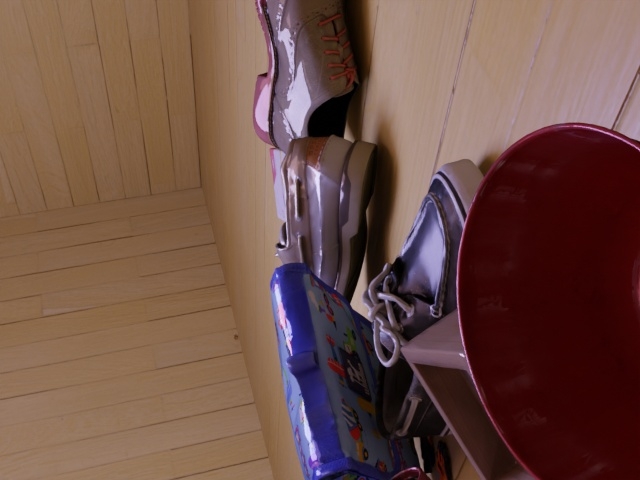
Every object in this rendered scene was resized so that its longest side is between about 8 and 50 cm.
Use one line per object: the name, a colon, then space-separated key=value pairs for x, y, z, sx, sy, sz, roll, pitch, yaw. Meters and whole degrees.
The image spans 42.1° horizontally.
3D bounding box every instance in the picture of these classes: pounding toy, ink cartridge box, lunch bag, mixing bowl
pounding toy: x=0.166 y=0.131 z=0.520 sx=0.206 sy=0.094 sz=0.181 roll=58 pitch=167 yaw=-1
ink cartridge box: x=-0.022 y=-0.082 z=1.235 sx=0.198 sy=0.067 sz=0.115 roll=-152 pitch=53 yaw=-74
lunch bag: x=0.009 y=0.170 z=0.904 sx=0.293 sy=0.138 sz=0.221 roll=60 pitch=-165 yaw=-61
mixing bowl: x=0.157 y=0.033 z=0.404 sx=0.181 sy=0.098 sz=0.181 roll=20 pitch=113 yaw=61

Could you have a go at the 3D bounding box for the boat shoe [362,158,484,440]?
boat shoe: x=0.091 y=0.068 z=0.753 sx=0.113 sy=0.105 sz=0.306 roll=-112 pitch=17 yaw=-45

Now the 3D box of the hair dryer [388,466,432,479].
hair dryer: x=0.156 y=0.225 z=0.468 sx=0.293 sy=0.080 sz=0.224 roll=28 pitch=137 yaw=27

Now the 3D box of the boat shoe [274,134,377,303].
boat shoe: x=0.000 y=0.000 z=1.036 sx=0.113 sy=0.103 sz=0.302 roll=-63 pitch=-16 yaw=-52

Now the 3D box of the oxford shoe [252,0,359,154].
oxford shoe: x=0.005 y=-0.237 z=0.974 sx=0.130 sy=0.123 sz=0.348 roll=39 pitch=144 yaw=30

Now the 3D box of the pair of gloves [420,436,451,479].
pair of gloves: x=0.129 y=0.248 z=0.942 sx=0.083 sy=0.010 sz=0.074 roll=-127 pitch=30 yaw=-66
